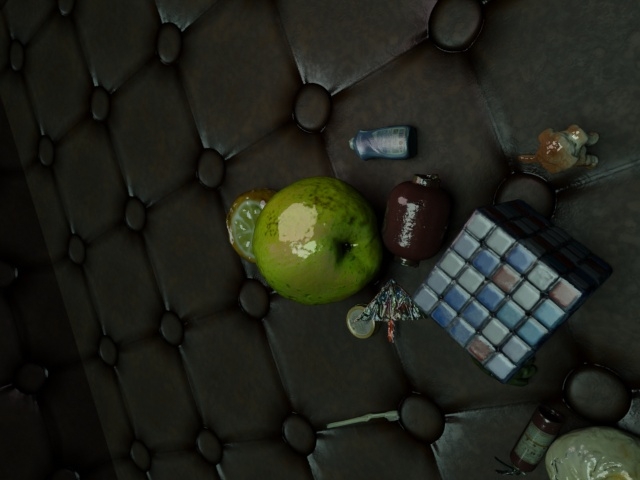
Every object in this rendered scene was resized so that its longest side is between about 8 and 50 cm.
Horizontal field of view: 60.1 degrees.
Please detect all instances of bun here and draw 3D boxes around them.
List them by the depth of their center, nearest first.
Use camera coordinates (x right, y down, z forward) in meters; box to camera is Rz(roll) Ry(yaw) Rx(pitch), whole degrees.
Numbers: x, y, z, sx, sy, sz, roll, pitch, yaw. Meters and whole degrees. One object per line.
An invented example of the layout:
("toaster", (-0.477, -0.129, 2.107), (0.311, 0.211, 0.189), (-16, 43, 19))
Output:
("bun", (0.674, 0.582, 1.294), (0.288, 0.146, 0.287), (8, 104, 33))

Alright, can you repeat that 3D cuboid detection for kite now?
("kite", (0.204, 0.205, 1.629), (0.232, 0.009, 0.189), (-3, 83, 24))

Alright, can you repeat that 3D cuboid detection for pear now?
("pear", (0.000, 0.000, 1.538), (0.391, 0.391, 0.390), (7, 102, 35))

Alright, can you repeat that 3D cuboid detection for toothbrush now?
("toothbrush", (0.129, 0.569, 1.758), (0.294, 0.026, 0.028), (-20, 101, 36))

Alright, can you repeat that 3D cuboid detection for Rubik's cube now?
("Rubik's cube", (0.444, 0.103, 1.291), (0.293, 0.292, 0.286), (45, 120, 25))

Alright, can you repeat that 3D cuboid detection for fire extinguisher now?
("fire extinguisher", (0.530, 0.527, 1.429), (0.099, 0.071, 0.231), (26, 113, 10))

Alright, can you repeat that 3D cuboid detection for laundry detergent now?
("laundry detergent", (0.168, -0.275, 1.566), (0.207, 0.061, 0.096), (5, 103, 35))

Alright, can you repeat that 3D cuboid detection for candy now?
("candy", (-0.197, -0.044, 1.835), (0.260, 0.118, 0.259), (9, 106, 34))

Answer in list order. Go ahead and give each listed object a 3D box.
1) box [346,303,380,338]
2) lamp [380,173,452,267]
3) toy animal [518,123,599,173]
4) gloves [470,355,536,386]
("box", (0.131, 0.246, 1.695), (0.106, 0.037, 0.105), (6, 101, 35))
("lamp", (0.255, -0.059, 1.479), (0.180, 0.180, 0.257), (21, 109, 31))
("toy animal", (0.516, -0.198, 1.251), (0.184, 0.185, 0.104), (-5, 96, 37))
("gloves", (0.434, 0.276, 1.432), (0.268, 0.107, 0.135), (41, 161, 8))
